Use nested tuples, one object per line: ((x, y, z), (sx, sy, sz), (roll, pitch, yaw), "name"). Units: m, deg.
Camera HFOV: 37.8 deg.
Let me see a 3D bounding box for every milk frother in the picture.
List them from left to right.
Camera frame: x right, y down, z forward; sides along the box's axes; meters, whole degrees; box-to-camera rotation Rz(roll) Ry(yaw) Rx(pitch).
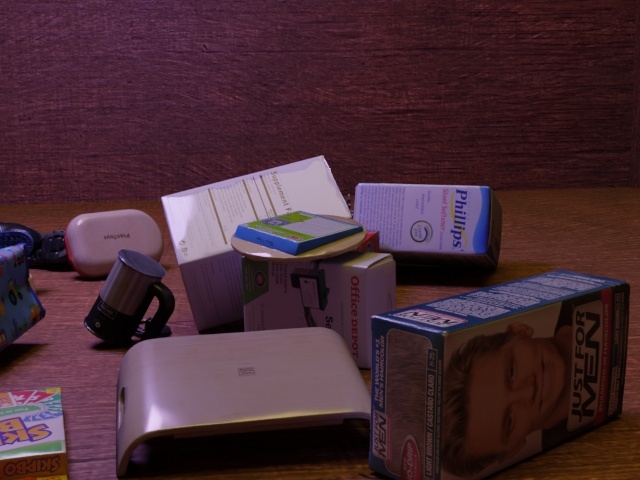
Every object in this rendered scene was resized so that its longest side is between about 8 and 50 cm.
((-0.293, 0.097, 1.535), (0.129, 0.134, 0.143), (30, 13, 0), "milk frother")

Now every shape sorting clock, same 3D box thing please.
((-0.033, -0.004, 1.416), (0.206, 0.040, 0.206), (0, 16, 0), "shape sorting clock")

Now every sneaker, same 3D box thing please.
((-0.692, -0.002, 1.926), (0.232, 0.081, 0.090), (8, 6, 1), "sneaker")
((-0.669, 0.029, 2.254), (0.267, 0.101, 0.106), (3, -13, 28), "sneaker")

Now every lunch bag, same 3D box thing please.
((-0.613, 0.113, 1.437), (0.293, 0.138, 0.221), (-10, 11, 7), "lunch bag")

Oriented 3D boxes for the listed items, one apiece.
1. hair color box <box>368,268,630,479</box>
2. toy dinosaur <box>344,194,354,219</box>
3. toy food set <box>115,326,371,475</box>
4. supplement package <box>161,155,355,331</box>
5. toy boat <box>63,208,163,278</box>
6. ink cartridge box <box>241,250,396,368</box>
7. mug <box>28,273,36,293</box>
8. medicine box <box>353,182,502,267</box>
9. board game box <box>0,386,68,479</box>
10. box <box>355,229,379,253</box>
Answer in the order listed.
((0.210, 0.145, 1.044), (0.347, 0.173, 0.105), (-9, 13, -42), "hair color box")
((-0.024, -0.020, 2.093), (0.200, 0.127, 0.295), (-7, 20, 1), "toy dinosaur")
((-0.086, 0.195, 1.099), (0.306, 0.092, 0.219), (-4, 21, -10), "toy food set")
((-0.102, 0.003, 1.609), (0.293, 0.177, 0.175), (-15, 46, -9), "supplement package")
((-0.482, 0.020, 2.154), (0.231, 0.151, 0.151), (-7, -19, -33), "toy boat")
((-0.002, 0.097, 1.422), (0.219, 0.160, 0.093), (3, 12, 29), "ink cartridge box")
((-0.579, 0.094, 1.819), (0.078, 0.064, 0.062), (4, 9, 26), "mug")
((0.241, -0.029, 2.053), (0.289, 0.149, 0.263), (2, -6, 16), "medicine box")
((-0.354, 0.224, 1.061), (0.124, 0.039, 0.259), (-4, 12, -16), "board game box")
((0.033, 0.052, 1.837), (0.128, 0.122, 0.257), (3, 9, 14), "box")
